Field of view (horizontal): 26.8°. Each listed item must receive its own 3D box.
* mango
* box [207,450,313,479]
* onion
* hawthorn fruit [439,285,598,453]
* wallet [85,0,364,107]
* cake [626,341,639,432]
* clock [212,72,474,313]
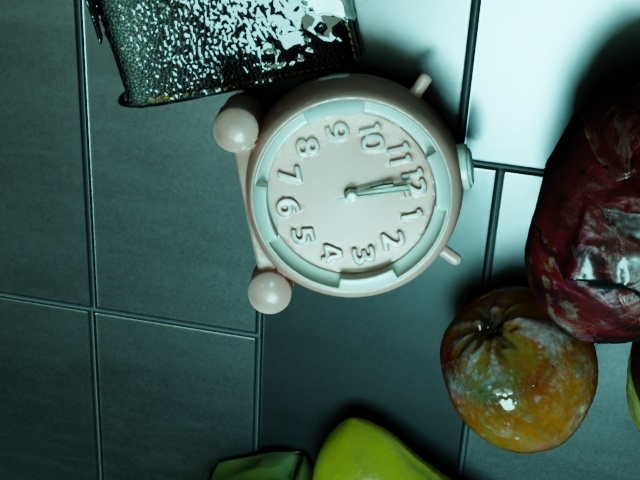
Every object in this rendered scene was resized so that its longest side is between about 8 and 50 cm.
[{"bbox_3d":[0.112,0.363,1.587,0.331,0.142,0.195,39,110,-2],"label":"mango"},{"bbox_3d":[-0.040,0.523,1.578,0.138,0.373,0.420,-15,116,20],"label":"box"},{"bbox_3d":[0.301,-0.019,1.254,0.221,0.281,0.281,26,124,-20],"label":"onion"},{"bbox_3d":[0.213,0.139,1.412,0.173,0.173,0.173,6,122,10],"label":"hawthorn fruit"},{"bbox_3d":[-0.105,-0.247,1.312,0.262,0.071,0.221,-8,118,10],"label":"wallet"},{"bbox_3d":[0.419,0.151,1.369,0.208,0.185,0.178,-16,152,19],"label":"cake"},{"bbox_3d":[0.034,-0.059,1.354,0.241,0.142,0.227,-10,105,8],"label":"clock"}]
